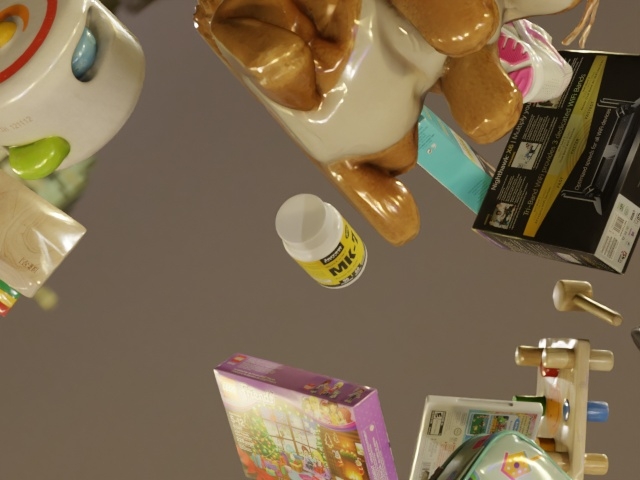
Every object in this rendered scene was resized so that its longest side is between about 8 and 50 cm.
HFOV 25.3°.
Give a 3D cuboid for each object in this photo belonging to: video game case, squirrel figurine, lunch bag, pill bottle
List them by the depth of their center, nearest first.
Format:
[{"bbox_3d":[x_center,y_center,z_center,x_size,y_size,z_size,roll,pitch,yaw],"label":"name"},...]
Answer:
[{"bbox_3d":[0.082,-0.255,1.395,0.370,0.281,0.397,-42,-144,-1],"label":"squirrel figurine"},{"bbox_3d":[0.216,0.365,1.613,0.224,0.279,0.108,-48,-171,-19],"label":"lunch bag"},{"bbox_3d":[0.190,0.258,1.771,0.143,0.157,0.019,4,-143,-5],"label":"video game case"},{"bbox_3d":[0.000,0.000,2.620,0.119,0.208,0.119,-8,-115,19],"label":"pill bottle"}]

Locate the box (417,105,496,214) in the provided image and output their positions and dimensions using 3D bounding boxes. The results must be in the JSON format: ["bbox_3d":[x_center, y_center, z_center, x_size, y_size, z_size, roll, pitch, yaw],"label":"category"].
[{"bbox_3d":[0.208,-0.120,2.207,0.060,0.244,0.100,-44,-150,15],"label":"box"}]

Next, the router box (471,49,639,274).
[{"bbox_3d":[0.382,-0.121,2.075,0.243,0.081,0.309,15,-102,50],"label":"router box"}]

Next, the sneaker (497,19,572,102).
[{"bbox_3d":[0.225,-0.242,1.811,0.103,0.111,0.252,-61,-139,27],"label":"sneaker"}]

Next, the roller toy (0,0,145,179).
[{"bbox_3d":[-0.302,-0.187,1.541,0.191,0.146,0.209,-44,-137,3],"label":"roller toy"}]

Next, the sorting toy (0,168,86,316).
[{"bbox_3d":[-0.466,-0.019,1.891,0.089,0.255,0.257,-53,-174,16],"label":"sorting toy"}]

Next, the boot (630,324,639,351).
[{"bbox_3d":[0.674,0.109,2.311,0.284,0.138,0.377,-33,173,-5],"label":"boot"}]

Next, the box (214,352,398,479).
[{"bbox_3d":[-0.020,0.288,2.109,0.293,0.201,0.057,9,-148,44],"label":"box"}]

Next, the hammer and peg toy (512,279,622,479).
[{"bbox_3d":[0.434,0.248,2.572,0.127,0.361,0.266,5,176,-7],"label":"hammer and peg toy"}]
